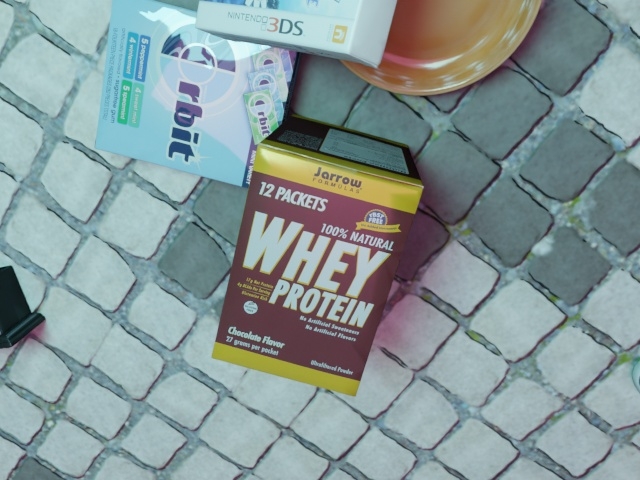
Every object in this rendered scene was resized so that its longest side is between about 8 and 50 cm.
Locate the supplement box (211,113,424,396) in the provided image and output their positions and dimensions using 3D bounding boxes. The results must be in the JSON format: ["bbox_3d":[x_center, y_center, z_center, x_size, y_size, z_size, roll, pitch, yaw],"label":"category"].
[{"bbox_3d":[0.000,0.000,0.537,0.129,0.194,0.191,15,109,0],"label":"supplement box"}]

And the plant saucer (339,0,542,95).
[{"bbox_3d":[0.092,-0.225,0.505,0.200,0.037,0.200,6,134,7],"label":"plant saucer"}]

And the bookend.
[{"bbox_3d":[-0.433,0.053,0.658,0.157,0.072,0.156,-11,107,8],"label":"bookend"}]

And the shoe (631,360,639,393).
[{"bbox_3d":[0.430,0.200,0.627,0.178,0.081,0.063,38,107,-8],"label":"shoe"}]

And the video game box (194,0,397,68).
[{"bbox_3d":[-0.010,-0.254,0.446,0.187,0.048,0.205,23,105,35],"label":"video game box"}]

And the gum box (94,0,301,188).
[{"bbox_3d":[-0.124,-0.148,0.580,0.185,0.041,0.156,14,109,1],"label":"gum box"}]
